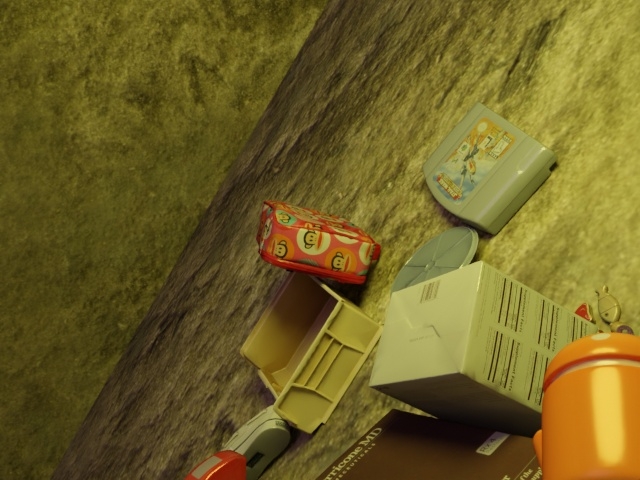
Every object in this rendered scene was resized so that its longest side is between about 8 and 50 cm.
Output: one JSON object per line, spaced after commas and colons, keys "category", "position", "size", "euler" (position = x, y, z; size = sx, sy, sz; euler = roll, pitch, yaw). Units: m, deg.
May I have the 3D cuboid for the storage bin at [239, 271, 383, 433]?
{"category": "storage bin", "position": [-0.032, 0.213, 1.341], "size": [0.260, 0.123, 0.262], "euler": [-57, 26, 1]}

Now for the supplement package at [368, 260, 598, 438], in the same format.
{"category": "supplement package", "position": [0.211, 0.152, 0.852], "size": [0.194, 0.203, 0.149], "euler": [-28, 38, 57]}

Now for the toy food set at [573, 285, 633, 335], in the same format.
{"category": "toy food set", "position": [0.363, 0.118, 0.854], "size": [0.078, 0.019, 0.122], "euler": [-44, 28, 27]}

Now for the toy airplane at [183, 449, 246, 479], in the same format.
{"category": "toy airplane", "position": [-0.268, 0.603, 1.152], "size": [0.386, 0.272, 0.384], "euler": [-46, 28, 24]}

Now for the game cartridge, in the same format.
{"category": "game cartridge", "position": [0.298, -0.137, 1.226], "size": [0.198, 0.062, 0.297], "euler": [-47, 27, 13]}

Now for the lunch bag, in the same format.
{"category": "lunch bag", "position": [0.000, 0.000, 1.386], "size": [0.293, 0.258, 0.120], "euler": [-127, 50, -76]}

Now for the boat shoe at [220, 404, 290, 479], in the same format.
{"category": "boat shoe", "position": [-0.155, 0.440, 1.355], "size": [0.258, 0.095, 0.084], "euler": [-41, 27, 17]}

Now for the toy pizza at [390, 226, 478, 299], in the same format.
{"category": "toy pizza", "position": [0.206, 0.056, 1.166], "size": [0.201, 0.032, 0.201], "euler": [-42, 16, 15]}

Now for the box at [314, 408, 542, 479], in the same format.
{"category": "box", "position": [0.167, 0.325, 0.759], "size": [0.191, 0.143, 0.381], "euler": [-34, 11, -31]}

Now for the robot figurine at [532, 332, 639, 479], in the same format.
{"category": "robot figurine", "position": [0.254, 0.173, 0.561], "size": [0.128, 0.158, 0.219], "euler": [4, 45, 16]}
